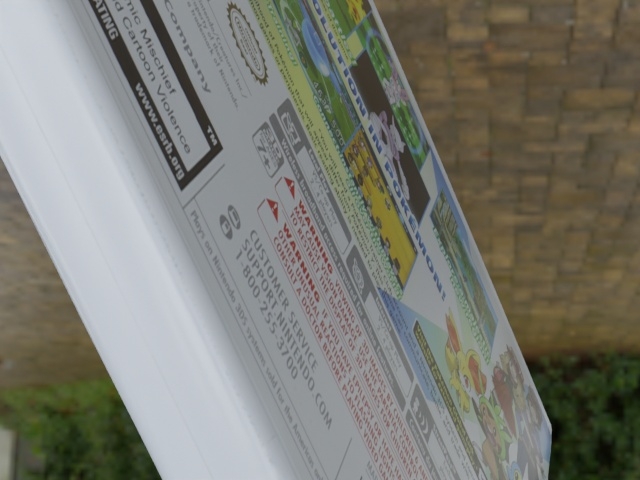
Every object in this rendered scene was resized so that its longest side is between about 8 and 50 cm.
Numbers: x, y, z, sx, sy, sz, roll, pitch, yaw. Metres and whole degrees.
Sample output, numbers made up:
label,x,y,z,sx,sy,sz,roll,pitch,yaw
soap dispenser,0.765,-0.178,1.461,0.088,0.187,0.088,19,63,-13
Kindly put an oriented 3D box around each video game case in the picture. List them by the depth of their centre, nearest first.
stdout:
label,x,y,z,sx,sy,sz,roll,pitch,yaw
video game case,0.000,0.000,0.470,0.036,0.329,0.300,-20,-166,18
